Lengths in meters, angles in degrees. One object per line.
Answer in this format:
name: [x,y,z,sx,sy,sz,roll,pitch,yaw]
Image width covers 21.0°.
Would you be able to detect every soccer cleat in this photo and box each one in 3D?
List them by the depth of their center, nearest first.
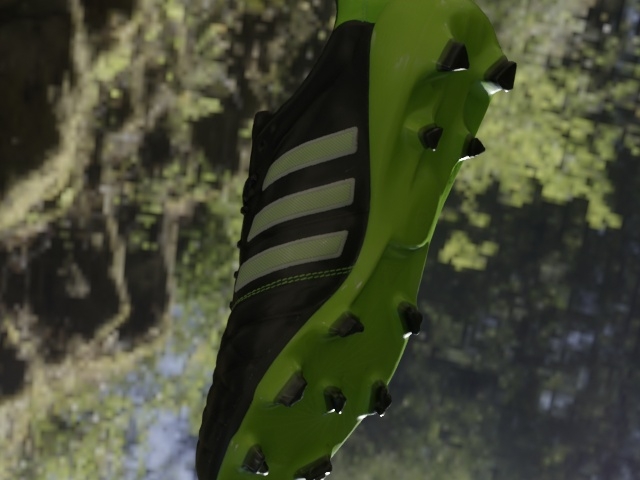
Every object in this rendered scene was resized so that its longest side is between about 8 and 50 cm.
soccer cleat: [0.000,0.000,0.550,0.072,0.178,0.060,28,-175,42]
